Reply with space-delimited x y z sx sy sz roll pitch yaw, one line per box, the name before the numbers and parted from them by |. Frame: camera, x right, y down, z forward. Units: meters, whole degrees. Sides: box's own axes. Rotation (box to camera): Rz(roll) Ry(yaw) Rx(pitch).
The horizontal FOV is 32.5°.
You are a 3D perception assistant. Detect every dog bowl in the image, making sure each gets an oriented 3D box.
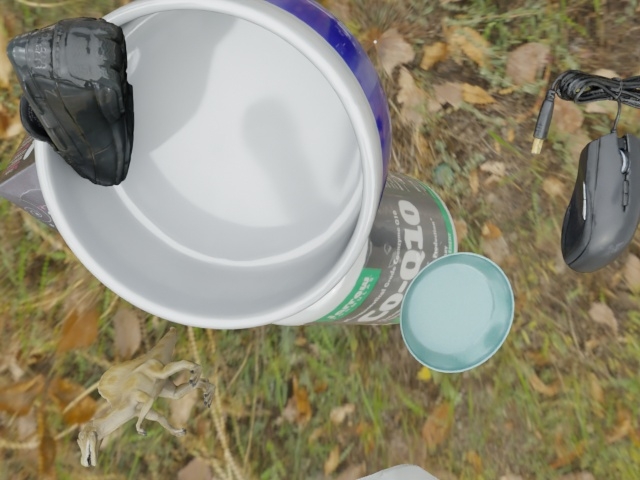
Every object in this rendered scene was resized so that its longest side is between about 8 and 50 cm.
dog bowl | -0.078 -0.070 0.858 0.265 0.104 0.264 5 115 10

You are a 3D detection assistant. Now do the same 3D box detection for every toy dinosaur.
toy dinosaur | -0.141 0.117 0.939 0.093 0.183 0.053 8 127 20

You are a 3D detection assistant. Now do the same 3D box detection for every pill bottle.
pill bottle | 0.000 0.000 1.301 0.204 0.361 0.204 -2 86 32

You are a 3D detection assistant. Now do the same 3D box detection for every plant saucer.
plant saucer | 0.128 0.067 1.058 0.119 0.021 0.119 -4 102 -18

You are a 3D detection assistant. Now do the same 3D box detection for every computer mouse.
computer mouse | 0.334 -0.081 1.348 0.184 0.060 0.261 7 105 -26

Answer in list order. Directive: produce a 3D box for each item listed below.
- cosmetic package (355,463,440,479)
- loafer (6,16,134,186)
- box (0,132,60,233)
cosmetic package | -0.002 0.344 0.612 0.217 0.156 0.384 -5 113 -39
loafer | -0.176 -0.096 0.792 0.078 0.223 0.076 2 74 -6
box | -0.279 -0.095 1.381 0.163 0.247 0.142 36 65 -23
